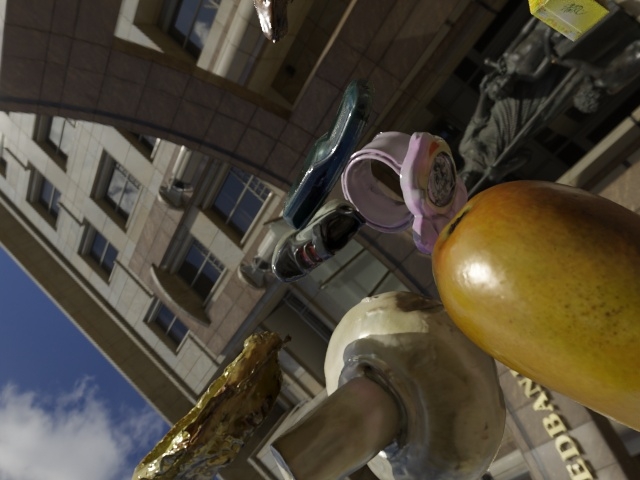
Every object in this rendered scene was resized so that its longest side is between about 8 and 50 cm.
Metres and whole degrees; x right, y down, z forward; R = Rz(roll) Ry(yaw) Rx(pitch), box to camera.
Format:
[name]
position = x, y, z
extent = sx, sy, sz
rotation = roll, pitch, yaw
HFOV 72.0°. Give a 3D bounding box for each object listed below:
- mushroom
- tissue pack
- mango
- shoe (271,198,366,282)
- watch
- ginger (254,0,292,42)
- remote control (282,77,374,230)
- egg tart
[mushroom]
position = 0.120, 0.265, 0.698
extent = 0.315, 0.356, 0.315
rotation = 30, 171, 5
[tissue pack]
position = 0.373, -0.405, 0.679
extent = 0.095, 0.062, 0.176
rotation = 20, -122, -20
[mango]
position = 0.244, 0.063, 0.388
extent = 0.317, 0.173, 0.211
rotation = 36, -177, 30
[shoe]
position = 0.000, 0.000, 0.903
extent = 0.227, 0.112, 0.099
rotation = -43, -73, -13
[watch]
position = 0.176, -0.108, 0.938
extent = 0.211, 0.218, 0.248
rotation = -42, -59, -36
[ginger]
position = -0.047, -0.581, 0.914
extent = 0.107, 0.309, 0.133
rotation = 43, -175, 22
[remote control]
position = 0.006, -0.097, 0.546
extent = 0.042, 0.222, 0.072
rotation = 19, -137, -16
[egg tart]
position = -0.128, 0.235, 0.585
extent = 0.095, 0.279, 0.279
rotation = 42, -145, 1
